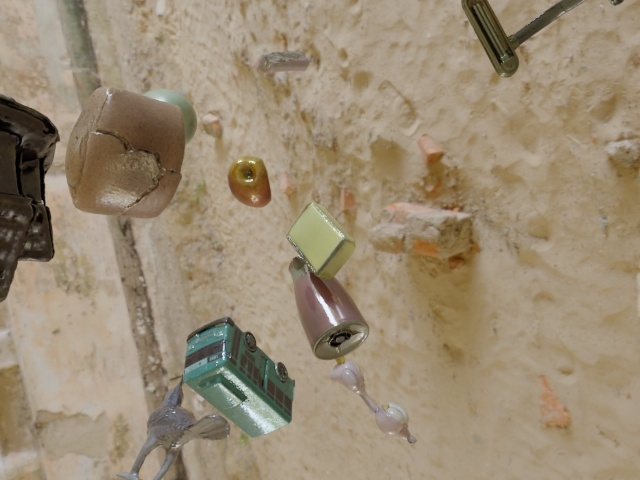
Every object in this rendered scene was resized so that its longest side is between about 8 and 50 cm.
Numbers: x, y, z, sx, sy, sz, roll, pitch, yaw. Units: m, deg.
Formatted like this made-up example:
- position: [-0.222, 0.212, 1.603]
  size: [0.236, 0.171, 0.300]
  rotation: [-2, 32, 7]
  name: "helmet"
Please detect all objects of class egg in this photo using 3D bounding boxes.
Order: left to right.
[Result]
- position: [-0.508, -0.388, 1.724]
  size: [0.282, 0.202, 0.203]
  rotation: [10, 109, 61]
  name: "egg"

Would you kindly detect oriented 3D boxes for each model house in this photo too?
- position: [-0.268, -0.026, 0.436]
  size: [0.106, 0.165, 0.152]
  rotation: [-11, 81, 19]
  name: "model house"

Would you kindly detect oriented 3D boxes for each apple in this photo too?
- position: [-0.260, -0.216, 1.971]
  size: [0.173, 0.160, 0.195]
  rotation: [52, -158, -75]
  name: "apple"

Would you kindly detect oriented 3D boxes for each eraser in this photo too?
- position: [0.000, 0.000, 1.271]
  size: [0.117, 0.058, 0.172]
  rotation: [-52, 47, 12]
  name: "eraser"

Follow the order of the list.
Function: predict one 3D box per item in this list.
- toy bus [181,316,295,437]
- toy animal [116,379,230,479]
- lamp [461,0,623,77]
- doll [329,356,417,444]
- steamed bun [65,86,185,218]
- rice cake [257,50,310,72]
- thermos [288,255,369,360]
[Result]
- position: [-0.108, 0.186, 0.709]
  size: [0.160, 0.079, 0.092]
  rotation: [53, -160, -30]
  name: "toy bus"
- position: [-0.284, 0.368, 0.986]
  size: [0.081, 0.206, 0.367]
  rotation: [41, 163, -17]
  name: "toy animal"
- position: [0.441, -0.495, 1.057]
  size: [0.203, 0.124, 0.283]
  rotation: [45, 136, -17]
  name: "lamp"
- position: [0.147, 0.469, 1.592]
  size: [0.365, 0.094, 0.160]
  rotation: [43, 174, 13]
  name: "doll"
- position: [-0.443, -0.191, 1.246]
  size: [0.199, 0.251, 0.301]
  rotation: [24, 102, 44]
  name: "steamed bun"
- position: [-0.095, -0.486, 1.451]
  size: [0.055, 0.270, 0.049]
  rotation: [-39, 91, 27]
  name: "rice cake"
- position: [0.007, 0.155, 1.337]
  size: [0.176, 0.146, 0.265]
  rotation: [51, -172, -49]
  name: "thermos"
